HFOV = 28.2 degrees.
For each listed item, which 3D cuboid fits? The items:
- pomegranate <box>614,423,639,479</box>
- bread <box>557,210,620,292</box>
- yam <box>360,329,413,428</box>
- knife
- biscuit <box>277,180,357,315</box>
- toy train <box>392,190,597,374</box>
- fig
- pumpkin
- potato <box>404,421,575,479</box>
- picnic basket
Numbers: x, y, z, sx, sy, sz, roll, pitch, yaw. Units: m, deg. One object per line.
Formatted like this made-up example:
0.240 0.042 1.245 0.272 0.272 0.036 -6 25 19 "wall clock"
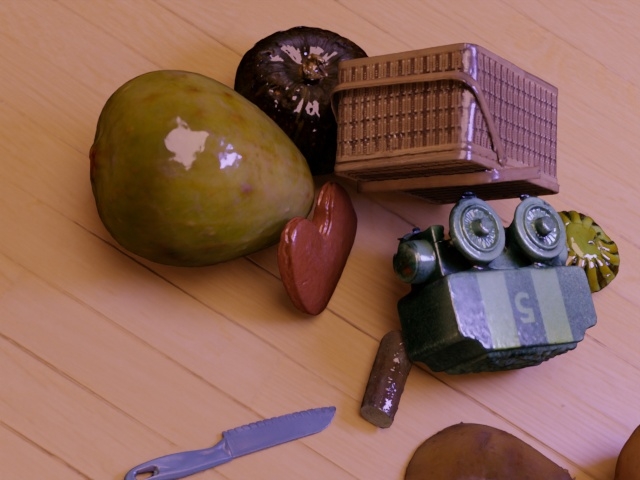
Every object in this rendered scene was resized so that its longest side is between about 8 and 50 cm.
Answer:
0.501 0.337 1.714 0.233 0.233 0.233 8 60 -13 "pomegranate"
0.391 0.015 1.943 0.130 0.071 0.139 -9 65 -17 "bread"
0.094 0.190 1.761 0.054 0.054 0.132 23 58 -4 "yam"
-0.114 0.269 1.675 0.313 0.019 0.044 -13 64 -26 "knife"
0.001 0.000 1.764 0.036 0.186 0.192 9 56 22 "biscuit"
0.242 0.063 1.784 0.299 0.167 0.238 -4 73 -32 "toy train"
-0.154 -0.084 1.723 0.326 0.258 0.258 15 56 -30 "fig"
-0.013 -0.212 1.889 0.238 0.159 0.238 7 61 -13 "pumpkin"
0.247 0.366 1.680 0.239 0.116 0.299 -29 72 -24 "potato"
0.178 -0.147 1.790 0.313 0.228 0.175 12 77 -55 "picnic basket"
